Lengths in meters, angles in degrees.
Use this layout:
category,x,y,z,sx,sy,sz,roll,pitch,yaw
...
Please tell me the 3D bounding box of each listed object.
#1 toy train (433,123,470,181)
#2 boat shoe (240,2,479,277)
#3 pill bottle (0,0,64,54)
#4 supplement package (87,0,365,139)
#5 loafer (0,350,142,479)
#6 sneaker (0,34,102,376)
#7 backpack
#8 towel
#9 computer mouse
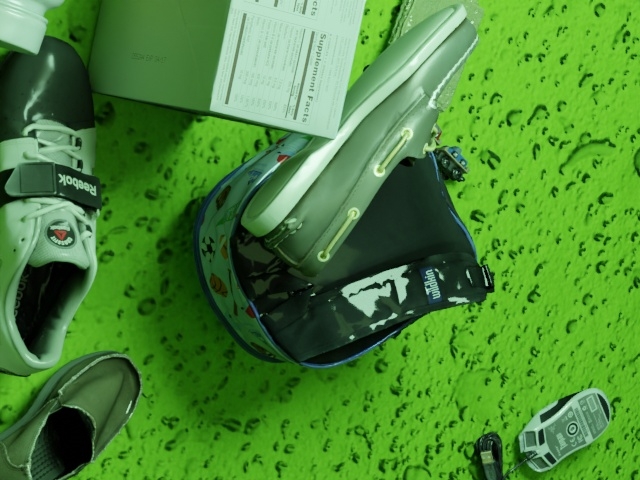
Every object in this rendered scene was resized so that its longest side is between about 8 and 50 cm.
category,x,y,z,sx,sy,sz,roll,pitch,yaw
toy train,0.117,-0.121,2.018,0.158,0.027,0.036,45,61,-31
boat shoe,0.054,-0.099,1.719,0.091,0.109,0.305,44,79,-14
pill bottle,-0.280,-0.286,1.659,0.119,0.119,0.208,17,89,-35
supplement package,-0.090,-0.219,1.712,0.145,0.262,0.204,11,92,-34
loafer,-0.242,0.190,1.748,0.251,0.087,0.094,-47,119,-49
sneaker,-0.257,-0.030,1.708,0.122,0.146,0.330,4,95,-33
backpack,0.000,0.000,1.847,0.263,0.213,0.276,-35,102,-30
towel,0.124,-0.226,1.996,0.110,0.027,0.148,27,74,-34
computer mouse,0.273,0.245,2.183,0.193,0.042,0.106,-30,110,-21
